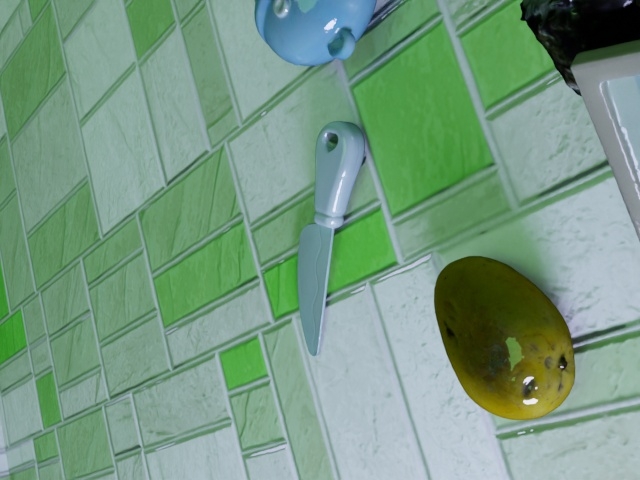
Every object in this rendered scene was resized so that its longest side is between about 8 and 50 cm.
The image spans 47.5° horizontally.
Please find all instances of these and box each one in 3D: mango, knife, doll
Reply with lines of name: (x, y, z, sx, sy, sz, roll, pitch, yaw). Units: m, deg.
mango: (0.183, 0.098, 0.769, 0.195, 0.098, 0.137, 51, 129, 38)
knife: (-0.001, -0.001, 1.001, 0.080, 0.044, 0.331, 27, 114, 41)
doll: (-0.028, -0.346, 0.940, 0.177, 0.141, 0.314, -46, 57, 31)

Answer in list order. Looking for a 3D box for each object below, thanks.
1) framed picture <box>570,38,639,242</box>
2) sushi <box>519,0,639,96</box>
framed picture: (0.347, -0.007, 0.507, 0.247, 0.022, 0.335, -2, 129, 45)
sushi: (0.326, -0.211, 0.525, 0.350, 0.211, 0.171, -27, 117, 36)
